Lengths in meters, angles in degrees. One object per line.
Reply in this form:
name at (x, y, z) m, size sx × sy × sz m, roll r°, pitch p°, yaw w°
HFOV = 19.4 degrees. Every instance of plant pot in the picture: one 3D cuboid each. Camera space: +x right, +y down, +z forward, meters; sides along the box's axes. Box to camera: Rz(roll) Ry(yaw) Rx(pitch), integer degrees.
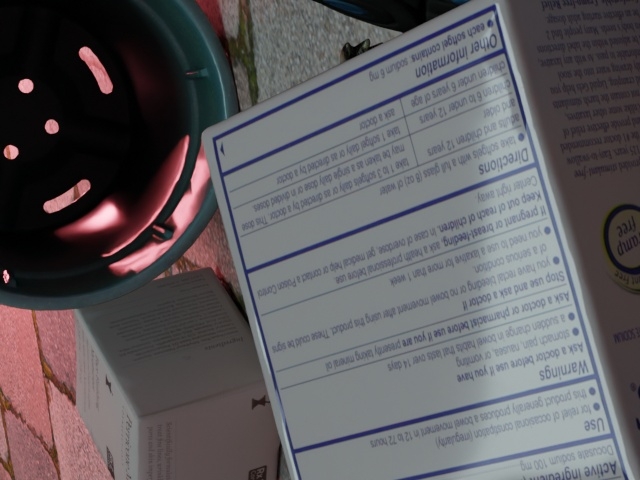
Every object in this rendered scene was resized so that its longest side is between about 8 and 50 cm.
plant pot at (-0.281, -0.116, 1.835) m, size 0.334 × 0.341 × 0.341 m, roll -167°, pitch 65°, yaw -75°

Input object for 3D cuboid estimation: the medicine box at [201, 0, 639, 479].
medicine box at (0.096, 0.028, 1.069) m, size 0.263 × 0.149 × 0.289 m, roll -20°, pitch 83°, yaw 47°

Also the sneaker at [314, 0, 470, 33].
sneaker at (0.069, -0.209, 1.199) m, size 0.341 × 0.125 × 0.139 m, roll -170°, pitch 95°, yaw -70°

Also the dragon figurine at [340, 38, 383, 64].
dragon figurine at (0.037, -0.044, 1.310) m, size 0.289 × 0.085 × 0.144 m, roll -41°, pitch 56°, yaw 50°

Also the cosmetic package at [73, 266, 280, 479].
cosmetic package at (-0.142, 0.151, 1.841) m, size 0.183 × 0.151 × 0.151 m, roll -126°, pitch 29°, yaw -44°
